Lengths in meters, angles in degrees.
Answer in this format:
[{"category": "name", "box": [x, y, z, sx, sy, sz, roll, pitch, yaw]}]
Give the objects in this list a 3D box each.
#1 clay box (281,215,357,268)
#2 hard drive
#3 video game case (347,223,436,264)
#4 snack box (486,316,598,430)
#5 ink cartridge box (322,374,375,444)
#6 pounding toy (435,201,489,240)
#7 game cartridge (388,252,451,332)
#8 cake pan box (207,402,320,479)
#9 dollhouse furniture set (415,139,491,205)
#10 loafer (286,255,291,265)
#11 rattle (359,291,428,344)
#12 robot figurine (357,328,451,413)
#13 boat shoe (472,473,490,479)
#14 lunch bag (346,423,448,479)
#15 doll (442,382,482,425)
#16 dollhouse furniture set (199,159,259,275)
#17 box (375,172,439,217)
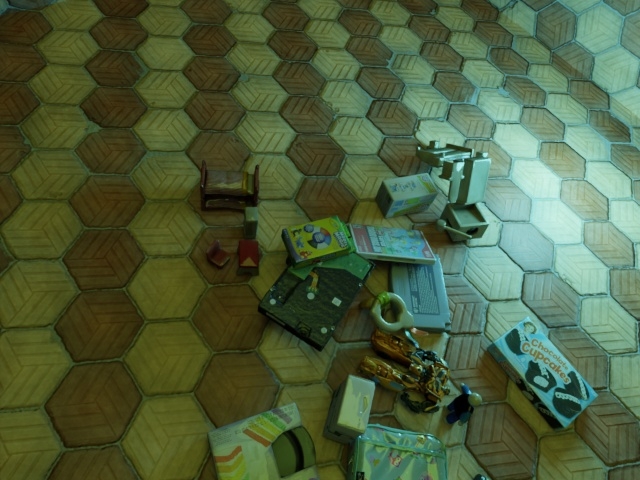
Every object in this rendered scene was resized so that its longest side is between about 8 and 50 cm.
[{"category": "clay box", "box": [0.000, 0.000, 1.527, 0.222, 0.053, 0.127, -16, 64, -18]}, {"category": "hard drive", "box": [-0.008, 0.148, 1.506, 0.237, 0.064, 0.339, 31, 60, 8]}, {"category": "video game case", "box": [0.250, 0.011, 1.712, 0.285, 0.025, 0.204, 6, 31, -9]}, {"category": "snack box", "box": [0.729, 0.432, 1.579, 0.187, 0.060, 0.322, -27, 67, -26]}, {"category": "ink cartridge box", "box": [0.077, 0.474, 1.333, 0.082, 0.190, 0.139, 19, 56, 0]}, {"category": "pounding toy", "box": [0.518, -0.048, 1.806, 0.206, 0.094, 0.181, -6, 51, -15]}, {"category": "game cartridge", "box": [0.337, 0.174, 1.663, 0.198, 0.062, 0.297, 3, 58, -5]}, {"category": "cake pan box", "box": [-0.146, 0.596, 1.285, 0.267, 0.070, 0.245, -11, 64, -19]}, {"category": "dollhouse furniture set", "box": [0.474, -0.273, 1.899, 0.303, 0.173, 0.356, -12, 27, -34]}, {"category": "loafer", "box": [-0.057, 0.020, 1.667, 0.062, 0.061, 0.170, 29, 56, 8]}, {"category": "rattle", "box": [0.231, 0.264, 1.555, 0.200, 0.143, 0.130, 34, 46, -11]}, {"category": "robot figurine", "box": [0.273, 0.404, 1.484, 0.291, 0.085, 0.211, 25, 58, 4]}, {"category": "boat shoe", "box": [0.384, 0.727, 1.308, 0.073, 0.080, 0.223, 42, 64, 9]}, {"category": "lunch bag", "box": [0.207, 0.630, 1.314, 0.279, 0.108, 0.224, 12, 57, -5]}, {"category": "doll", "box": [0.415, 0.483, 1.402, 0.046, 0.189, 0.129, 17, 57, -1]}, {"category": "dollhouse furniture set", "box": [-0.307, -0.078, 1.620, 0.201, 0.152, 0.374, 1, 58, -12]}, {"category": "box", "box": [0.332, -0.174, 1.842, 0.203, 0.114, 0.103, -12, 60, -19]}]
